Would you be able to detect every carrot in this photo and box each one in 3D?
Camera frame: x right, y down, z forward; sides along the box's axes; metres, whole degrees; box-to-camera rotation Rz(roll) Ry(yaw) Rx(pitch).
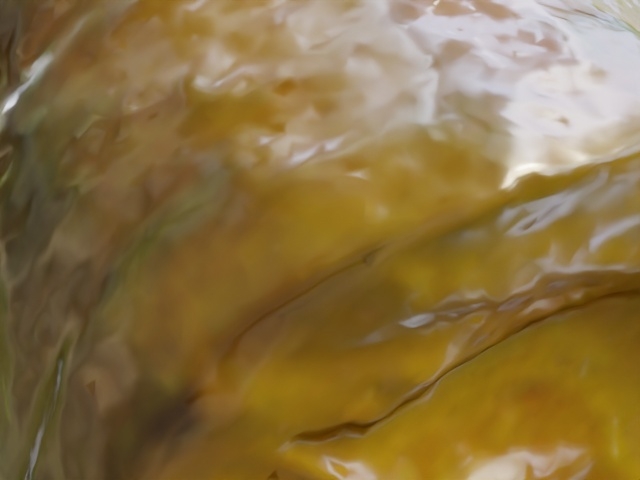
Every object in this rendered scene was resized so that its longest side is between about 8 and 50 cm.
[{"bbox_3d":[0.000,0.000,0.471,0.341,0.241,0.241,-119,-151,-45],"label":"carrot"}]
